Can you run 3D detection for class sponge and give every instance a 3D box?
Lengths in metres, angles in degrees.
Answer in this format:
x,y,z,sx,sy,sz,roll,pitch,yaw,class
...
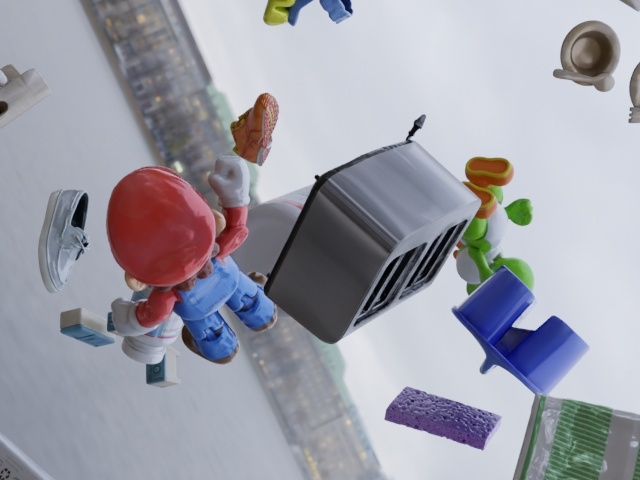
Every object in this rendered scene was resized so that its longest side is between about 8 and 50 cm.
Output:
x,y,z,sx,sy,sz,roll,pitch,yaw,class
0.245,0.352,2.007,0.117,0.210,0.031,-32,133,-61,sponge

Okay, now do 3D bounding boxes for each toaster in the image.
x,y,z,sx,sy,sz,roll,pitch,yaw,class
0.054,-0.006,0.993,0.110,0.168,0.186,42,-51,19,toaster

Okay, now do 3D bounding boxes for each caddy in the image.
x,y,z,sx,sy,sz,roll,pitch,yaw,class
0.365,0.187,1.905,0.241,0.179,0.341,44,5,14,caddy

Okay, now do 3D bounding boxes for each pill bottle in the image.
x,y,z,sx,sy,sz,roll,pitch,yaw,class
-0.246,0.103,1.529,0.160,0.087,0.087,-67,-153,18,pill bottle
0.000,0.000,1.887,0.363,0.210,0.210,-25,90,-60,pill bottle

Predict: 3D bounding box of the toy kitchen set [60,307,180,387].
x,y,z,sx,sy,sz,roll,pitch,yaw,class
-0.394,0.214,1.980,0.122,0.207,0.166,40,41,-58,toy kitchen set

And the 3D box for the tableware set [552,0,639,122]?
x,y,z,sx,sy,sz,roll,pitch,yaw,class
0.280,-0.186,0.867,0.020,0.141,0.169,-125,-129,-73,tableware set

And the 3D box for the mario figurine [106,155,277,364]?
x,y,z,sx,sy,sz,roll,pitch,yaw,class
-0.161,0.011,1.180,0.320,0.170,0.198,65,38,-56,mario figurine

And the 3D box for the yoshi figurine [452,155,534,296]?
x,y,z,sx,sy,sz,roll,pitch,yaw,class
0.382,0.009,2.161,0.203,0.203,0.362,-109,-175,-46,yoshi figurine

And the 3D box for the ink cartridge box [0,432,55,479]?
x,y,z,sx,sy,sz,roll,pitch,yaw,class
-0.390,0.413,1.153,0.303,0.307,0.072,27,-17,36,ink cartridge box

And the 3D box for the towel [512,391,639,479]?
x,y,z,sx,sy,sz,roll,pitch,yaw,class
0.456,0.368,1.512,0.038,0.324,0.248,67,38,-55,towel

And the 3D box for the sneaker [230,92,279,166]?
x,y,z,sx,sy,sz,roll,pitch,yaw,class
-0.102,-0.163,1.486,0.067,0.064,0.175,24,-27,-1,sneaker

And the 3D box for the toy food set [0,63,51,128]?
x,y,z,sx,sy,sz,roll,pitch,yaw,class
-0.602,-0.234,1.762,0.092,0.219,0.306,56,-13,-21,toy food set

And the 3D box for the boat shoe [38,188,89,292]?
x,y,z,sx,sy,sz,roll,pitch,yaw,class
-0.487,-0.006,1.943,0.079,0.081,0.228,66,19,-55,boat shoe

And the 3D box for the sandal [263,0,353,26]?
x,y,z,sx,sy,sz,roll,pitch,yaw,class
0.019,-0.459,1.550,0.126,0.138,0.317,-80,-169,-50,sandal
